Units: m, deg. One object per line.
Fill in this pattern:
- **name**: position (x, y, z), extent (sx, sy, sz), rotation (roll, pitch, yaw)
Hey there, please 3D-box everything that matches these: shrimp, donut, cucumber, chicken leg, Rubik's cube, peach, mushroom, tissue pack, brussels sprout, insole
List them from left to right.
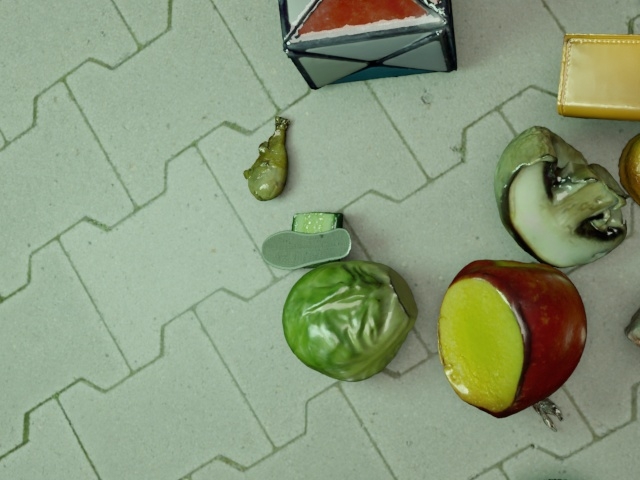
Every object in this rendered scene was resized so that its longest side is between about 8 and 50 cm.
- **chicken leg**: position (-0.101, -0.164, 1.657), extent (0.093, 0.070, 0.178), rotation (12, 83, 18)
- **insole**: position (-0.032, 0.016, 1.604), extent (0.231, 0.003, 0.080), rotation (-6, 79, 40)
- **cucumber**: position (0.000, 0.000, 1.622), extent (0.116, 0.062, 0.115), rotation (2, 88, 40)
- **brussels sprout**: position (0.051, 0.143, 1.543), extent (0.243, 0.244, 0.244), rotation (-1, 87, 12)
- **Rubik's cube**: position (0.089, -0.458, 1.508), extent (0.305, 0.310, 0.307), rotation (-8, 85, 9)
- **peach**: position (0.339, 0.172, 1.459), extent (0.245, 0.248, 0.275), rotation (5, 100, -9)
- **shrimp**: position (0.418, 0.309, 1.543), extent (0.038, 0.029, 0.092), rotation (-36, 86, 0)
- **mushroom**: position (0.413, -0.085, 1.495), extent (0.266, 0.164, 0.190), rotation (26, 122, -21)
- **tissue pack**: position (0.567, -0.268, 1.409), extent (0.274, 0.194, 0.146), rotation (12, 103, 34)
- **donut**: position (0.634, -0.123, 1.490), extent (0.174, 0.074, 0.190), rotation (-23, 84, 10)

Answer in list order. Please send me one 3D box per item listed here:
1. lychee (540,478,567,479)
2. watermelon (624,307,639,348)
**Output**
- **lychee**: position (0.421, 0.508, 1.459), extent (0.194, 0.194, 0.195), rotation (-1, 87, 12)
- **watermelon**: position (0.647, 0.153, 1.415), extent (0.231, 0.193, 0.310), rotation (-16, 84, 10)
